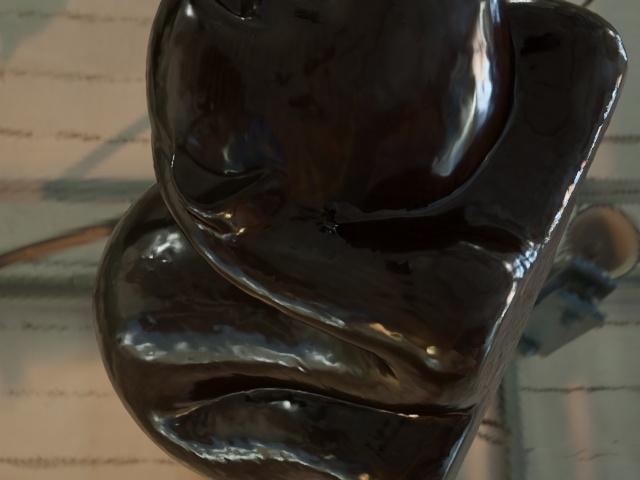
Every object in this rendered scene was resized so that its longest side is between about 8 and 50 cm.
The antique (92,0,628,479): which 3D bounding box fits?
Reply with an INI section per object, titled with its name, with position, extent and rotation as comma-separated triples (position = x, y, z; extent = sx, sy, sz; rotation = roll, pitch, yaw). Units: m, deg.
[antique]
position = 0.000, 0.000, 0.466
extent = 0.143, 0.257, 0.121
rotation = 28, -120, 9
